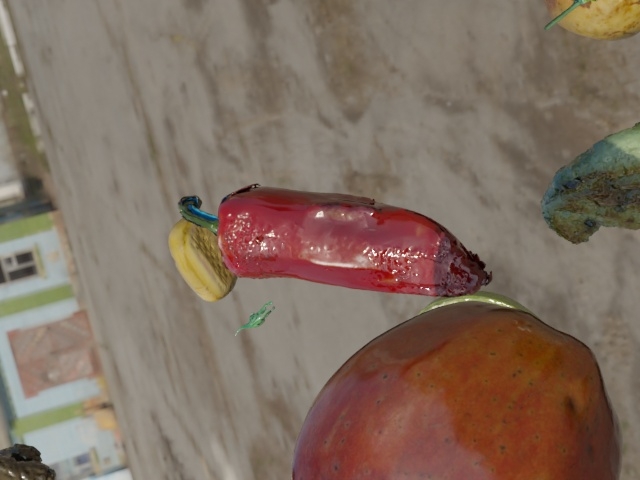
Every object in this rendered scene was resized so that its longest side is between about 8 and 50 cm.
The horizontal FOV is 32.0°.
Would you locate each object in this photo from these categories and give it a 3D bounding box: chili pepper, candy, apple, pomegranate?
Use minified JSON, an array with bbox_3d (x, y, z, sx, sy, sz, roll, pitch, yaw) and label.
[{"bbox_3d":[0.000,0.000,1.209,0.110,0.387,0.110,8,-90,-68],"label":"chili pepper"},{"bbox_3d":[0.251,-0.233,1.075,0.035,0.123,0.035,18,137,48],"label":"candy"},{"bbox_3d":[0.104,0.164,0.788,0.234,0.234,0.234,164,90,-75],"label":"apple"},{"bbox_3d":[0.475,-0.447,1.875,0.215,0.215,0.215,164,90,-75],"label":"pomegranate"}]

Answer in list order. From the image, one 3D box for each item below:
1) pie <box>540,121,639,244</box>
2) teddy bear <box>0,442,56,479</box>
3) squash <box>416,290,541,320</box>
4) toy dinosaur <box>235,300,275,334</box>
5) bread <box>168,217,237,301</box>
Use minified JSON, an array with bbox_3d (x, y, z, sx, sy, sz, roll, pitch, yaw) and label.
[{"bbox_3d":[0.403,-0.062,1.282,0.302,0.302,0.067,115,157,-68],"label":"pie"},{"bbox_3d":[-0.423,0.324,1.391,0.140,0.177,0.190,34,164,-5],"label":"teddy bear"},{"bbox_3d":[0.242,0.201,1.695,0.049,0.252,0.252,-28,-76,-68],"label":"squash"},{"bbox_3d":[-0.094,0.116,1.582,0.021,0.083,0.062,43,-168,-4],"label":"toy dinosaur"},{"bbox_3d":[-0.154,0.023,1.423,0.056,0.082,0.115,-12,127,35],"label":"bread"}]
